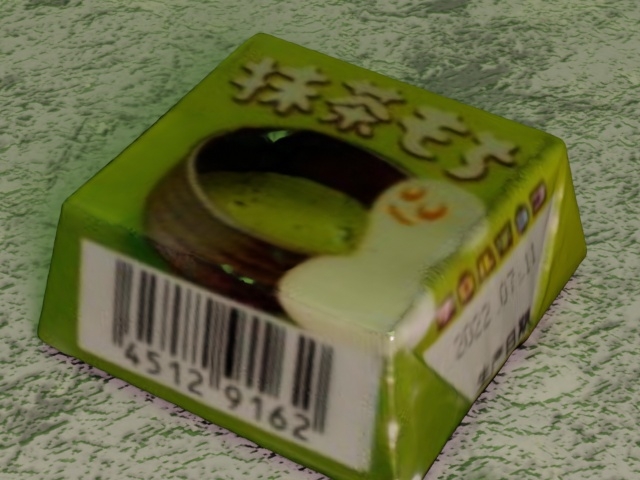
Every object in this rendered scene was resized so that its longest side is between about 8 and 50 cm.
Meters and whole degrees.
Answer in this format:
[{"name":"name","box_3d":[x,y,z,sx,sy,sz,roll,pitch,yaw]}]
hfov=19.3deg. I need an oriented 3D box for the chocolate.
[{"name":"chocolate","box_3d":[0.000,0.000,1.310,0.301,0.137,0.289,23,44,22]}]
